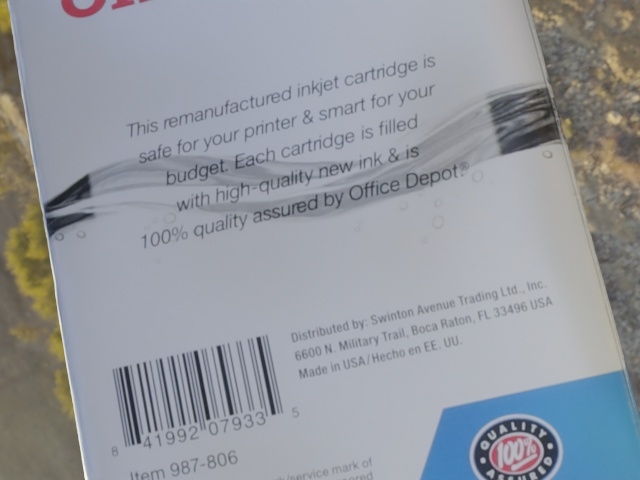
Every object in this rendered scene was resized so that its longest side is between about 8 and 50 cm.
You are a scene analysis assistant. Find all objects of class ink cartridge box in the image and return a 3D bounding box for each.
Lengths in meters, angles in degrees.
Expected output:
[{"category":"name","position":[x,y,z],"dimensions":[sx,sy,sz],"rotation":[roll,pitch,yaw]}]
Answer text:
[{"category":"ink cartridge box","position":[0.000,0.000,0.570],"dimensions":[0.166,0.286,0.394],"rotation":[60,-162,-80]}]
